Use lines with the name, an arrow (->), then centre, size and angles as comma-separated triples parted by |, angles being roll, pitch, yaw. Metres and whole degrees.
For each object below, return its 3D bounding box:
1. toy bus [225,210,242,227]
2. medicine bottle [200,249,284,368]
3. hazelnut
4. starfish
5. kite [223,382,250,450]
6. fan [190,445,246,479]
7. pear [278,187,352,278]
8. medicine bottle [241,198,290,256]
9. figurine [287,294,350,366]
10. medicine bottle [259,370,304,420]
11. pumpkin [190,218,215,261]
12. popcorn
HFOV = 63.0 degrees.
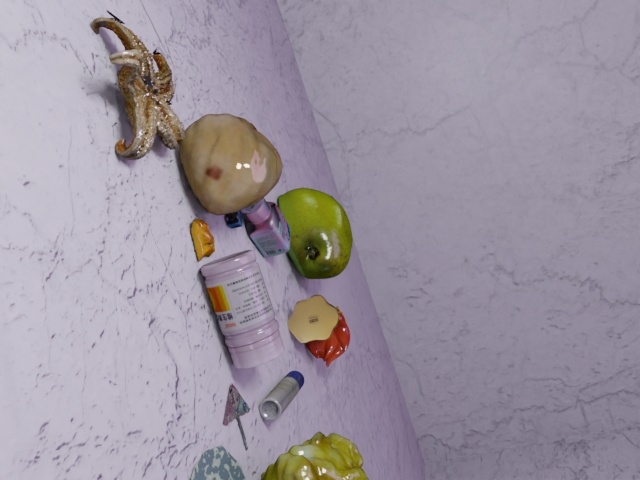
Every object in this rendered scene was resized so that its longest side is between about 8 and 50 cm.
toy bus -> -0.239, -0.078, 1.434 | 0.046, 0.038, 0.083 | 52, 27, -68
medicine bottle -> -0.178, 0.157, 1.210 | 0.133, 0.133, 0.249 | -44, 117, -75
hazelnut -> -0.223, -0.172, 1.281 | 0.261, 0.241, 0.261 | 37, 23, -19
starfish -> -0.368, -0.315, 1.061 | 0.312, 0.113, 0.303 | -69, 144, -83
kite -> -0.185, 0.396, 1.168 | 0.137, 0.005, 0.152 | 16, 59, -71
fan -> -0.199, 0.471, 1.017 | 0.240, 0.009, 0.131 | 36, 39, -68
pear -> 0.000, 0.000, 1.897 | 0.318, 0.239, 0.342 | -101, 168, -55
medicine bottle -> -0.166, -0.051, 1.574 | 0.188, 0.094, 0.119 | 60, 21, -45
figurine -> 0.008, 0.297, 1.752 | 0.208, 0.181, 0.257 | 36, -3, 23
medicine bottle -> -0.098, 0.408, 1.391 | 0.231, 0.059, 0.059 | -14, 88, -76
pumpkin -> -0.272, -0.004, 1.225 | 0.073, 0.035, 0.101 | -11, 87, -74
popcorn -> 0.003, 0.591, 1.107 | 0.292, 0.293, 0.334 | 47, 1, 23
